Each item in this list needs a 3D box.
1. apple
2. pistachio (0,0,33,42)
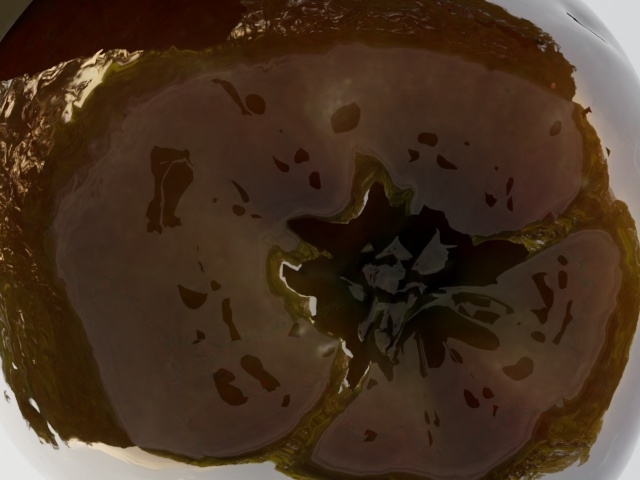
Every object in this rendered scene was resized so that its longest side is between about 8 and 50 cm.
[{"bbox_3d":[-0.002,0.000,0.561,0.234,0.234,0.234,1,-87,14],"label":"apple"},{"bbox_3d":[-0.134,-0.171,0.603,0.162,0.181,0.293,-2,-52,6],"label":"pistachio"}]
